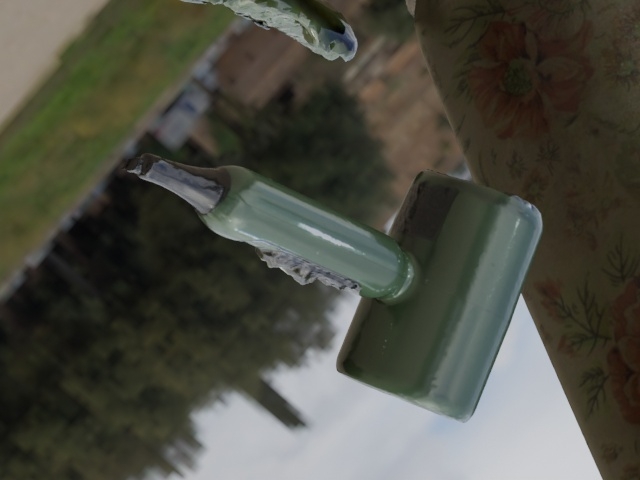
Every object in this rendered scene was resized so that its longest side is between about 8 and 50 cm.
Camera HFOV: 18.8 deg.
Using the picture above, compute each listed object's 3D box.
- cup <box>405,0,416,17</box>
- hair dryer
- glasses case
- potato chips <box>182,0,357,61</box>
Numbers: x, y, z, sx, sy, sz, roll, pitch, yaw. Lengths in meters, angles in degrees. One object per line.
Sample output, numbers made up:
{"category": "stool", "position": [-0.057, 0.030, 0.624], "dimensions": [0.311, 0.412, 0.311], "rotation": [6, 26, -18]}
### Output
{"category": "cup", "position": [0.190, -0.202, 1.210], "dimensions": [0.227, 0.257, 0.301], "rotation": [106, -10, -71]}
{"category": "hair dryer", "position": [0.000, 0.000, 0.573], "dimensions": [0.047, 0.150, 0.071], "rotation": [15, -97, 52]}
{"category": "glasses case", "position": [0.174, -0.008, 0.989], "dimensions": [0.156, 0.425, 0.098], "rotation": [-31, 152, 19]}
{"category": "potato chips", "position": [-0.146, -0.263, 1.272], "dimensions": [0.097, 0.389, 0.373], "rotation": [-46, -139, 30]}
